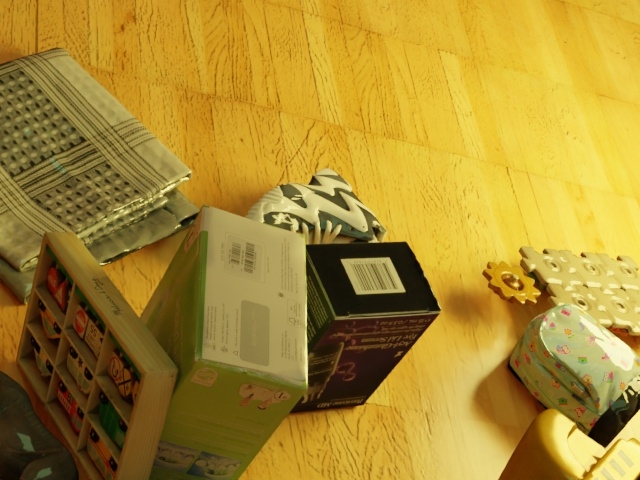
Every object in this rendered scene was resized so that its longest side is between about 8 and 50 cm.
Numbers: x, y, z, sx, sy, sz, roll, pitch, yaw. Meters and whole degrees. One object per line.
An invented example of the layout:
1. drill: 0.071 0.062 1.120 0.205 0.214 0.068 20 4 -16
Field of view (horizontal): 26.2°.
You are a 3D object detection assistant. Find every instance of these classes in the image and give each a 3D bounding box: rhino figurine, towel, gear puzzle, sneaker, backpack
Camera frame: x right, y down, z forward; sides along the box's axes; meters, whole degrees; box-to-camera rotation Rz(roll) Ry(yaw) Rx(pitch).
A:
1. rhino figurine: -0.338 0.187 1.411 0.106 0.073 0.243 -22 64 -39
2. towel: -0.337 -0.096 1.694 0.324 0.056 0.312 47 43 14
3. gear puzzle: 0.364 0.081 1.963 0.339 0.044 0.175 5 39 -36
4. sneaker: 0.000 0.000 1.786 0.153 0.094 0.235 38 30 17
5. backpack: 0.345 0.174 1.828 0.182 0.115 0.152 42 44 14

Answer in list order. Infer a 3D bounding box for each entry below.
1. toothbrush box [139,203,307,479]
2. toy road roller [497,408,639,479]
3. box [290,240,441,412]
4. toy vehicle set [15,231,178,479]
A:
1. toothbrush box: -0.123 0.137 1.434 0.122 0.283 0.206 16 45 -18
2. toy road roller: 0.291 0.341 1.581 0.241 0.202 0.329 35 34 20
3. box: 0.016 0.104 1.613 0.153 0.207 0.108 -2 53 -33
4. toy vehicle set: -0.233 0.126 1.398 0.035 0.166 0.267 -1 30 -35
